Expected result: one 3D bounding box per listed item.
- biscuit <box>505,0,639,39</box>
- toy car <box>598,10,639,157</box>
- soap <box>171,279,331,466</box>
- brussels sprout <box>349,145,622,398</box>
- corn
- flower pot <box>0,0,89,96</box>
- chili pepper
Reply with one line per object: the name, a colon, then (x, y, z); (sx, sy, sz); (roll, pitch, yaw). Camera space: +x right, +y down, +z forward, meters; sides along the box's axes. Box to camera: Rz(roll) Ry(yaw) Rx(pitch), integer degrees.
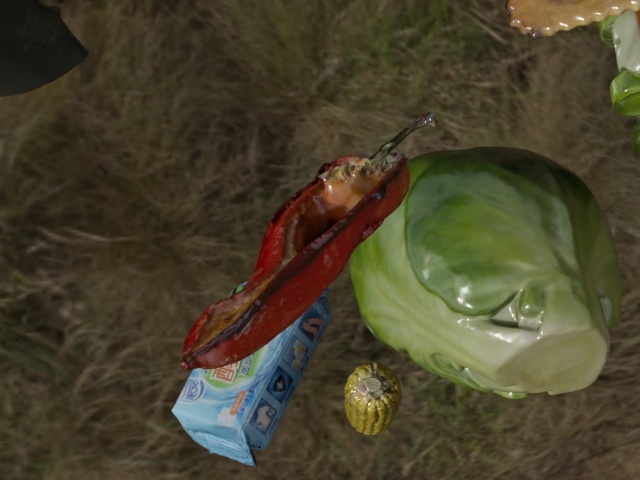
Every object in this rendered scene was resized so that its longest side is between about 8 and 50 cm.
biscuit: (0.237, -0.286, 0.978); (0.237, 0.013, 0.232); (-14, 76, 23)
toy car: (0.490, -0.226, 1.676); (0.235, 0.235, 0.145); (-16, 56, 23)
soap: (-0.097, 0.173, 1.870); (0.156, 0.077, 0.293); (4, 57, 39)
brussels sprout: (0.210, 0.038, 1.548); (0.354, 0.289, 0.281); (59, 135, 46)
corn: (0.072, 0.221, 1.792); (0.080, 0.238, 0.080); (0, 74, 1)
flower pot: (-0.348, -0.293, 1.222); (0.379, 0.251, 0.379); (-10, 61, 19)
chili pepper: (0.000, 0.000, 0.703); (0.059, 0.268, 0.050); (8, 127, 27)
